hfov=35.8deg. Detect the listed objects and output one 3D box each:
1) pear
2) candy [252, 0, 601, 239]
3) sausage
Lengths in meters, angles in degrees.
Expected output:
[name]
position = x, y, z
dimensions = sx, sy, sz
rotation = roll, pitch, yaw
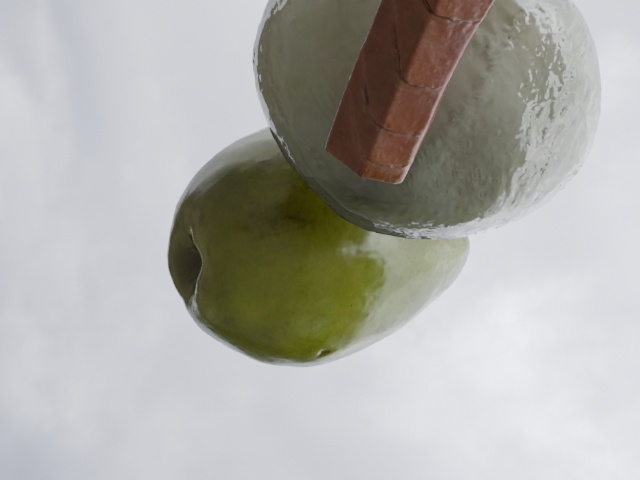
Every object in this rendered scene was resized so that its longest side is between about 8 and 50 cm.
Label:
[pear]
position = 0.000, 0.000, 1.012
dimensions = 0.253, 0.307, 0.253
rotation = 170, -90, -69
[candy]
position = 0.073, -0.109, 0.753
dimensions = 0.295, 0.185, 0.295
rotation = 25, -28, 15
[sausage]
position = 0.057, -0.116, 0.560
dimensions = 0.065, 0.065, 0.169
rotation = 41, -53, 24
